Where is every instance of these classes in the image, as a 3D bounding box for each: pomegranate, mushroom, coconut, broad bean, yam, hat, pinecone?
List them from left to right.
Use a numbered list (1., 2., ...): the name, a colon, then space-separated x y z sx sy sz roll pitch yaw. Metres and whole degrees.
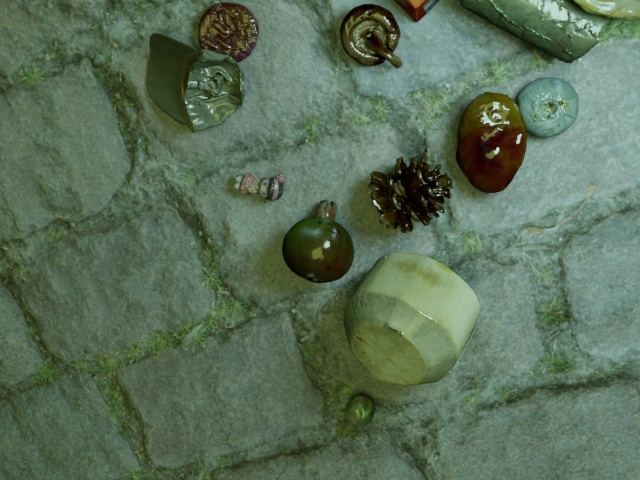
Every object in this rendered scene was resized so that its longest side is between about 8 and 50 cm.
1. hat: -0.305 -0.402 1.603 0.245 0.149 0.214 46 135 30
2. pomegranate: 0.000 0.000 1.621 0.180 0.180 0.210 13 70 5
3. coconut: 0.108 0.451 1.752 0.083 0.081 0.082 -25 102 -31
4. mushroom: 0.126 -0.462 1.515 0.170 0.080 0.135 47 119 -5
5. coconut: 0.216 0.181 1.567 0.323 0.323 0.323 2 105 9
6. pinecone: 0.214 -0.112 1.548 0.195 0.150 0.179 -16 84 4
7. broad bean: 0.390 -0.221 1.502 0.156 0.122 0.228 10 118 22
8. yam: 0.457 -0.511 1.403 0.304 0.168 0.168 30 107 1

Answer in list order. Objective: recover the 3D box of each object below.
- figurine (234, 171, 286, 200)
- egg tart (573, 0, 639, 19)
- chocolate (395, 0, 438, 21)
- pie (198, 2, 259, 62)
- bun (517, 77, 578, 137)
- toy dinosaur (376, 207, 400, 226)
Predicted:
1. figurine: -0.151 -0.142 1.658 0.129 0.054 0.072 12 91 13
2. egg tart: 0.604 -0.606 1.307 0.345 0.132 0.345 3 73 -11
3. chocolate: 0.216 -0.649 1.438 0.237 0.108 0.235 -43 96 15
4. pie: -0.223 -0.501 1.582 0.154 0.036 0.154 2 104 7
5. bun: 0.517 -0.301 1.491 0.140 0.083 0.141 2 101 8
6. toy dinosaur: 0.177 -0.060 1.633 0.083 0.030 0.047 19 105 3
